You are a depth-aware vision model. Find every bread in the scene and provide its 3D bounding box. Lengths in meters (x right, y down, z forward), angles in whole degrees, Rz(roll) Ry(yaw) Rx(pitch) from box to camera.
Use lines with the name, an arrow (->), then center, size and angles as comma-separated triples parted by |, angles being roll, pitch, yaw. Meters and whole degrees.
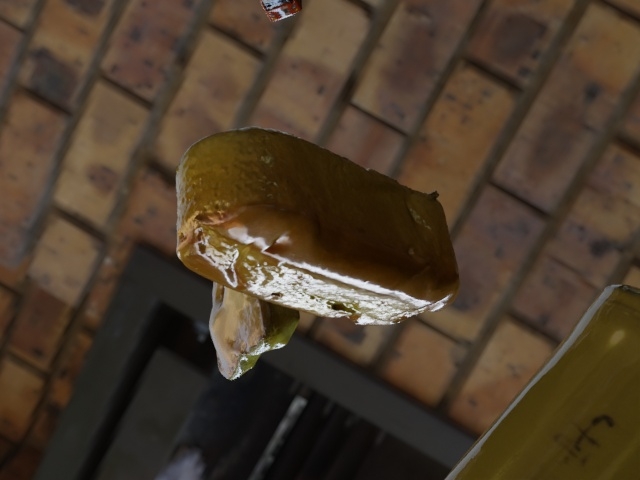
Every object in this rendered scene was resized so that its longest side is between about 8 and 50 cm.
bread -> -0.080, 0.043, 1.929 | 0.161, 0.088, 0.233 | 123, -30, -59
bread -> 0.000, 0.000, 1.133 | 0.102, 0.245, 0.094 | -30, -123, 33

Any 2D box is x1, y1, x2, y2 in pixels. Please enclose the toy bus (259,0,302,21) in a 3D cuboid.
toy bus -> -0.035, -0.224, 1.282 | 0.043, 0.031, 0.110 | 57, 21, -44

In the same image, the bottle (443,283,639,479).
bottle -> 0.148, 0.209, 1.087 | 0.351, 0.171, 0.171 | -47, 174, -8
